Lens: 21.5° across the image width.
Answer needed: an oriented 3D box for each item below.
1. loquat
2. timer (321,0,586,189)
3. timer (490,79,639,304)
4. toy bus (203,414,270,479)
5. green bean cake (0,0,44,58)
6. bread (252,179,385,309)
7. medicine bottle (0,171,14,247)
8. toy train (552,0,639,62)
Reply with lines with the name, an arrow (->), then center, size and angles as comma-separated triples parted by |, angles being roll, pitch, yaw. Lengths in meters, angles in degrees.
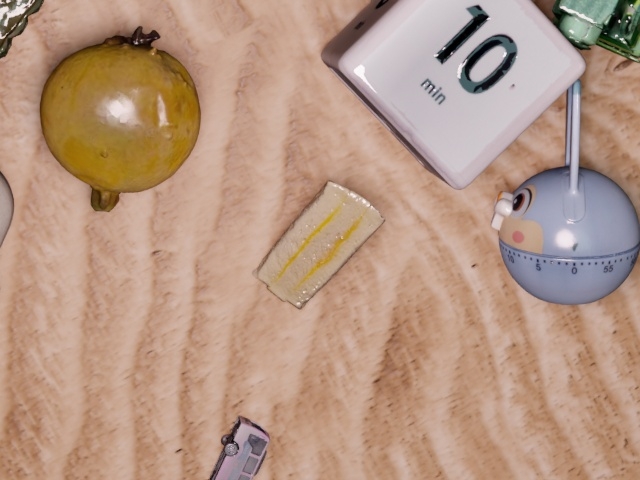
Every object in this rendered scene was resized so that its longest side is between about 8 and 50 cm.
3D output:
loquat -> -0.216, -0.127, 1.816 | 0.172, 0.149, 0.204 | 6, 110, -12
timer -> 0.139, -0.194, 1.824 | 0.195, 0.194, 0.192 | -44, 102, 3
timer -> 0.259, -0.049, 1.877 | 0.175, 0.175, 0.255 | -25, 105, -2
toy bus -> -0.102, 0.270, 1.951 | 0.052, 0.037, 0.130 | 24, 97, -12
green bean cake -> -0.403, -0.250, 1.799 | 0.173, 0.094, 0.181 | 34, 95, -10
bread -> -0.004, 0.008, 1.886 | 0.077, 0.105, 0.152 | 37, 93, -5
medicine bottle -> -0.501, 0.053, 1.822 | 0.282, 0.123, 0.375 | 25, 95, -9
toy train -> 0.345, -0.340, 1.825 | 0.120, 0.202, 0.301 | 26, 96, 13
